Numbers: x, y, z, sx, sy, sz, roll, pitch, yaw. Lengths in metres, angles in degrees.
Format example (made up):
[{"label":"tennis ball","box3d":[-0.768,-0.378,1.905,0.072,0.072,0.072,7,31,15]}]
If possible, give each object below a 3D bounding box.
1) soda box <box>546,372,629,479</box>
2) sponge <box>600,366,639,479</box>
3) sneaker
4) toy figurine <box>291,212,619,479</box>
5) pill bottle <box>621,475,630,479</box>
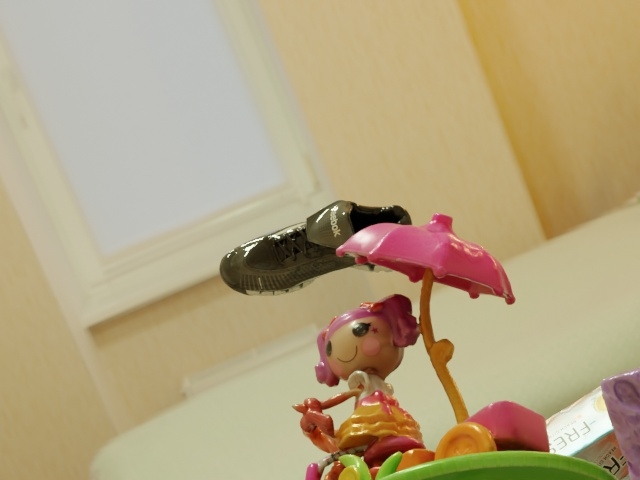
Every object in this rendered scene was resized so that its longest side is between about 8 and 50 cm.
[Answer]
[{"label":"soda box","box3d":[0.224,0.201,1.169,0.183,0.058,0.063,-33,30,2]},{"label":"sponge","box3d":[0.216,0.072,0.452,0.210,0.117,0.031,-22,-8,23]},{"label":"sneaker","box3d":[0.000,0.000,1.443,0.234,0.078,0.106,-10,-27,-10]},{"label":"toy figurine","box3d":[0.038,0.070,0.578,0.173,0.130,0.159,-35,45,31]},{"label":"pill bottle","box3d":[0.297,0.377,1.193,0.204,0.204,0.361,-15,28,35]}]
